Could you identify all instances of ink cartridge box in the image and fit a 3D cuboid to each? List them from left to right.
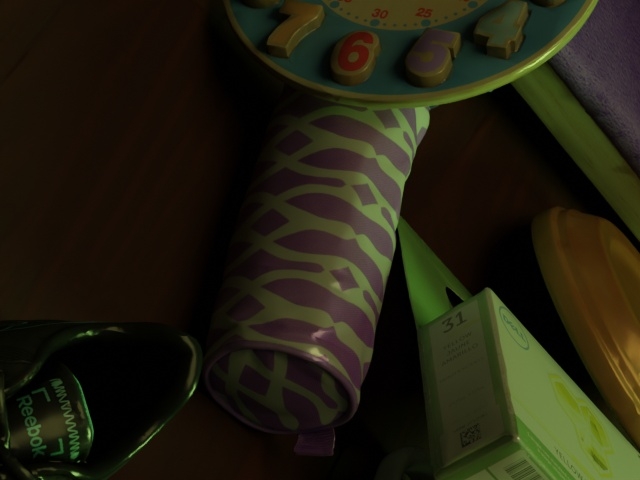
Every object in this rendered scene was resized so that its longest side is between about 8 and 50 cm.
[{"bbox_3d":[0.116,0.089,1.023,0.171,0.056,0.235,47,23,-29],"label":"ink cartridge box"}]

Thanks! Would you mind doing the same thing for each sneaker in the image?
[{"bbox_3d":[-0.157,0.075,0.730,0.267,0.106,0.101,-20,93,-50],"label":"sneaker"}]

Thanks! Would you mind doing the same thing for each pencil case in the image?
[{"bbox_3d":[0.000,0.000,0.970,0.088,0.086,0.206,66,33,-47],"label":"pencil case"}]

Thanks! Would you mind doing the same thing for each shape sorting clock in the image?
[{"bbox_3d":[0.048,-0.150,1.001,0.040,0.206,0.206,80,24,-47],"label":"shape sorting clock"}]

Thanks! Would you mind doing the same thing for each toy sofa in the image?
[{"bbox_3d":[0.209,-0.129,1.193,0.362,0.177,0.150,47,44,-30],"label":"toy sofa"}]

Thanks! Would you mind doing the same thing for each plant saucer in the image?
[{"bbox_3d":[0.195,0.062,1.152,0.200,0.037,0.200,51,19,-25],"label":"plant saucer"}]

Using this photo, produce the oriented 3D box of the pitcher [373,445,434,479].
[{"bbox_3d":[0.044,0.185,0.931,0.207,0.125,0.178,8,51,-60],"label":"pitcher"}]
